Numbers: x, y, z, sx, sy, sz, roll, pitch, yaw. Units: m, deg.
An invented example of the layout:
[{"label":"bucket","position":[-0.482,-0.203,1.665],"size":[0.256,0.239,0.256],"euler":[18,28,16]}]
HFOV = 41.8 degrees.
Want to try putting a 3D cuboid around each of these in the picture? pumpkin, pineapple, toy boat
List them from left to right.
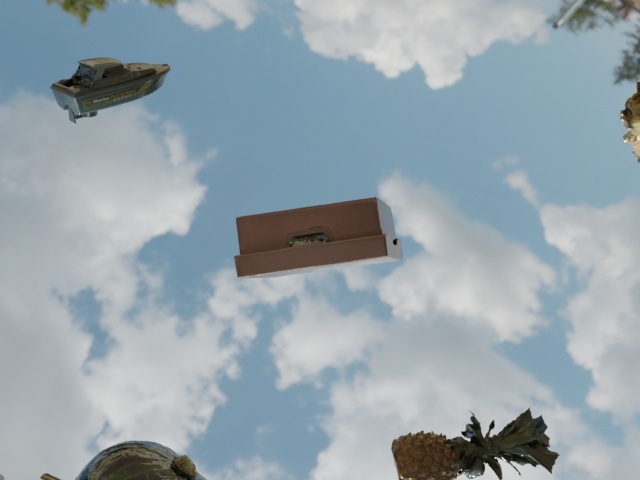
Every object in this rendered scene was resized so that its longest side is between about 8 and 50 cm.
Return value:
[{"label":"toy boat","position":[-0.227,-0.178,0.943],"size":[0.141,0.060,0.055],"euler":[-25,-143,-38]},{"label":"pumpkin","position":[-0.302,0.499,1.528],"size":[0.315,0.238,0.315],"euler":[40,-177,-3]},{"label":"pineapple","position":[0.268,0.373,1.450],"size":[0.119,0.278,0.130],"euler":[72,-175,-49]}]

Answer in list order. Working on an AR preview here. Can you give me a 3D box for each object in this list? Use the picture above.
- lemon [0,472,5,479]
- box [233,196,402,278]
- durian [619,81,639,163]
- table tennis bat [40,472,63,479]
[{"label":"lemon","position":[-0.488,0.345,1.070],"size":[0.173,0.206,0.173],"euler":[-11,-90,-74]},{"label":"box","position":[0.000,0.000,1.212],"size":[0.215,0.215,0.086],"euler":[15,-113,-79]},{"label":"durian","position":[0.268,-0.065,0.528],"size":[0.182,0.132,0.165],"euler":[49,-159,-28]},{"label":"table tennis bat","position":[-0.306,0.324,1.071],"size":[0.087,0.157,0.013],"euler":[36,-112,-50]}]
